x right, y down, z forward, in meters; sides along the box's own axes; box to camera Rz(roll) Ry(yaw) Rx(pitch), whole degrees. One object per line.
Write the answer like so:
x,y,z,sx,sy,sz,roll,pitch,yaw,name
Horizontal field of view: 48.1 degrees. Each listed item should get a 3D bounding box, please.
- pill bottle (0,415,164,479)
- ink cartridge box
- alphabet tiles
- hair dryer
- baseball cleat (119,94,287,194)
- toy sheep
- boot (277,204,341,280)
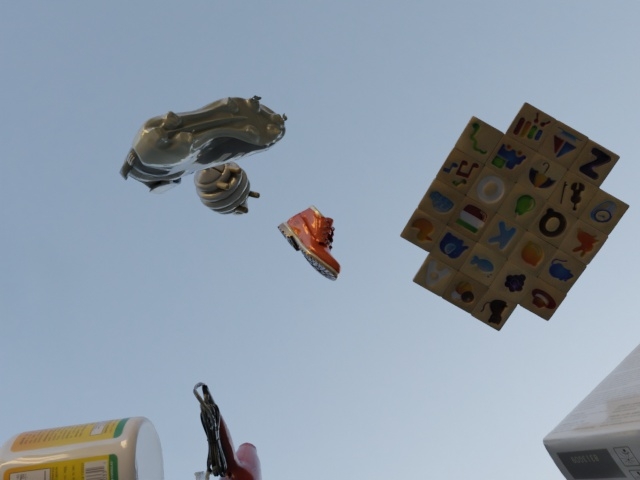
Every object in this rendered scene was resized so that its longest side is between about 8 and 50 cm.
-0.293,0.270,0.810,0.208,0.117,0.117,-9,-69,2,pill bottle
0.502,0.158,0.889,0.385,0.308,0.091,-31,-97,-27,ink cartridge box
0.307,-0.031,1.153,0.285,0.011,0.342,29,-72,-1,alphabet tiles
-0.147,0.368,1.218,0.080,0.293,0.223,-4,-112,5,hair dryer
-0.133,-0.107,0.800,0.109,0.206,0.072,-40,-107,40,baseball cleat
-0.150,-0.085,1.102,0.091,0.091,0.132,-25,-47,5,toy sheep
0.000,0.000,1.222,0.085,0.158,0.059,-37,-36,-8,boot
